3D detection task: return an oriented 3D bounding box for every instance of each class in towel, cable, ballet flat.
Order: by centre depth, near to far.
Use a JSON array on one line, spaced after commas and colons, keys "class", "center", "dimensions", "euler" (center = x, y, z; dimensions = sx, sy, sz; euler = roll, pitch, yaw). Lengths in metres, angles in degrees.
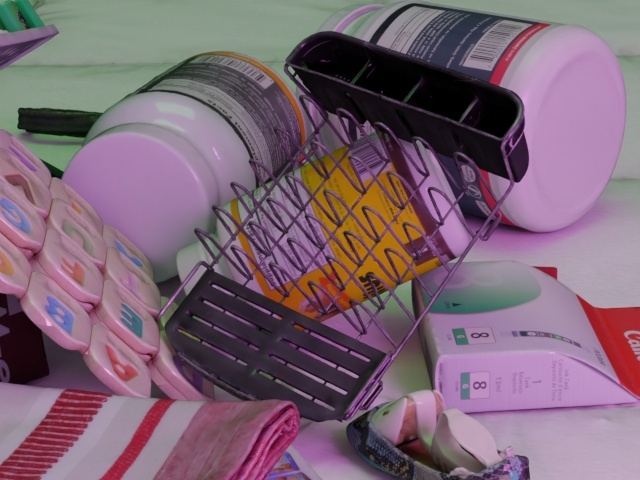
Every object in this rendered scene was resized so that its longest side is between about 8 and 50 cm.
[{"class": "towel", "center": [-0.202, 0.140, 1.070], "dimensions": [0.329, 0.037, 0.237], "euler": [3, 20, 17]}, {"class": "ballet flat", "center": [0.079, 0.132, 1.148], "dimensions": [0.070, 0.070, 0.188], "euler": [-14, 23, -30]}, {"class": "cable", "center": [-0.203, -0.137, 1.896], "dimensions": [0.287, 0.072, 0.139], "euler": [16, 22, 41]}]

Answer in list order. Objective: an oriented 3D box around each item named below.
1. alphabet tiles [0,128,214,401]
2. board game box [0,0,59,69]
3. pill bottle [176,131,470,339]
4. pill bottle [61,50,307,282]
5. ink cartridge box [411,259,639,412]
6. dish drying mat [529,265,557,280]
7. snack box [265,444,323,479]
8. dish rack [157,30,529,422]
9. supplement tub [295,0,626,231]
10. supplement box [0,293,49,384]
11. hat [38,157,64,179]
[{"class": "alphabet tiles", "center": [-0.183, 0.009, 1.279], "dimensions": [0.021, 0.284, 0.278], "euler": [-43, 17, 11]}, {"class": "board game box", "center": [-0.418, -0.086, 1.454], "dimensions": [0.390, 0.050, 0.390], "euler": [-31, 8, 4]}, {"class": "pill bottle", "center": [0.000, 0.000, 1.371], "dimensions": [0.215, 0.117, 0.117], "euler": [-25, 19, 8]}, {"class": "pill bottle", "center": [-0.120, -0.066, 1.550], "dimensions": [0.162, 0.162, 0.278], "euler": [3, 19, 14]}, {"class": "ink cartridge box", "center": [0.189, 0.067, 1.333], "dimensions": [0.225, 0.056, 0.181], "euler": [-5, 21, -2]}, {"class": "dish drying mat", "center": [0.182, 0.039, 1.469], "dimensions": [0.032, 0.008, 0.083], "euler": [1, 20, 8]}, {"class": "snack box", "center": [-0.015, 0.177, 1.096], "dimensions": [0.064, 0.022, 0.178], "euler": [-11, 22, -20]}, {"class": "dish rack", "center": [0.008, -0.008, 1.244], "dimensions": [0.208, 0.074, 0.271], "euler": [23, 69, 37]}, {"class": "supplement tub", "center": [0.131, -0.123, 1.650], "dimensions": [0.272, 0.191, 0.191], "euler": [16, 27, 40]}, {"class": "supplement box", "center": [-0.314, 0.026, 1.382], "dimensions": [0.073, 0.130, 0.239], "euler": [-22, 27, -37]}, {"class": "hat", "center": [-0.332, 0.000, 1.610], "dimensions": [0.208, 0.183, 0.173], "euler": [28, -12, -20]}]
